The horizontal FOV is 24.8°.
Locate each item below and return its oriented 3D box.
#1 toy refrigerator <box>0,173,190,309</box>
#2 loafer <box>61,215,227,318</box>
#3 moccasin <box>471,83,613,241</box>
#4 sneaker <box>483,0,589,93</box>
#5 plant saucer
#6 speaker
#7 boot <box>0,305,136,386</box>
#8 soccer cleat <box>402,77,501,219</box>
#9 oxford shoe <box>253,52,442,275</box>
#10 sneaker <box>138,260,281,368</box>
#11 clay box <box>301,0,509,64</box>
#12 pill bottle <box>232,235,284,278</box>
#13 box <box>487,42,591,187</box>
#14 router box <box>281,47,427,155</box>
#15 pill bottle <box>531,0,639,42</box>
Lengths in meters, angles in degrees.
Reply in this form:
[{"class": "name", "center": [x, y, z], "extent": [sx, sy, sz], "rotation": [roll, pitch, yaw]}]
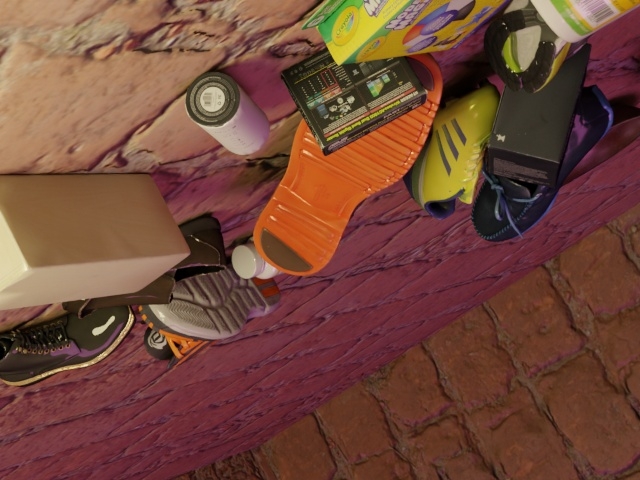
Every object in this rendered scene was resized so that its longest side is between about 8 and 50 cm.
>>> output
[{"class": "toy refrigerator", "center": [-0.254, 0.000, 1.442], "extent": [0.094, 0.102, 0.269], "rotation": [-35, 167, 25]}, {"class": "loafer", "center": [-0.209, 0.045, 1.782], "extent": [0.220, 0.078, 0.080], "rotation": [-26, 168, -12]}, {"class": "moccasin", "center": [0.309, -0.121, 2.239], "extent": [0.117, 0.137, 0.342], "rotation": [-14, 148, -37]}, {"class": "sneaker", "center": [0.277, -0.278, 1.561], "extent": [0.121, 0.111, 0.300], "rotation": [-41, 177, -28]}, {"class": "plant saucer", "center": [0.431, -0.151, 2.519], "extent": [0.311, 0.050, 0.310], "rotation": [-28, 168, -7]}, {"class": "speaker", "center": [-0.089, -0.122, 1.423], "extent": [0.055, 0.055, 0.136], "rotation": [-30, 168, 5]}, {"class": "boot", "center": [-0.342, 0.126, 1.849], "extent": [0.198, 0.077, 0.137], "rotation": [-31, 163, 6]}, {"class": "soccer cleat", "center": [0.187, -0.116, 1.921], "extent": [0.093, 0.121, 0.289], "rotation": [-24, 167, -21]}, {"class": "oxford shoe", "center": [0.033, -0.114, 1.680], "extent": [0.363, 0.130, 0.132], "rotation": [-50, -170, 43]}, {"class": "sneaker", "center": [-0.190, 0.117, 2.018], "extent": [0.180, 0.124, 0.321], "rotation": [-35, 167, 21]}, {"class": "clay box", "center": [0.094, -0.229, 1.403], "extent": [0.222, 0.053, 0.127], "rotation": [-17, 163, -47]}, {"class": "pill bottle", "center": [-0.066, 0.018, 2.034], "extent": [0.116, 0.065, 0.065], "rotation": [-17, 163, -45]}, {"class": "box", "center": [0.270, -0.161, 1.808], "extent": [0.093, 0.156, 0.158], "rotation": [15, 173, 10]}, {"class": "router box", "center": [0.035, -0.155, 1.479], "extent": [0.122, 0.092, 0.038], "rotation": [-28, 168, -3]}, {"class": "pill bottle", "center": [0.304, -0.300, 1.350], "extent": [0.246, 0.136, 0.136], "rotation": [-29, 169, 23]}]
